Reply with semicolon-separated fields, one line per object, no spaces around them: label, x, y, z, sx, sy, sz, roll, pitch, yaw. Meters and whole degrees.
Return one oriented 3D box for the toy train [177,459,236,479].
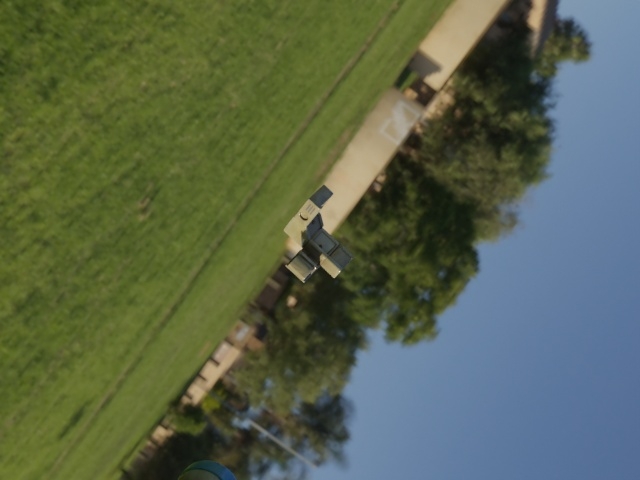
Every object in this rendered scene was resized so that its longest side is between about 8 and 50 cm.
toy train;-0.141;0.303;0.747;0.248;0.105;0.143;-69;169;19

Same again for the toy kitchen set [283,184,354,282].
toy kitchen set;0.000;0.000;1.069;0.068;0.083;0.075;-46;178;-40
